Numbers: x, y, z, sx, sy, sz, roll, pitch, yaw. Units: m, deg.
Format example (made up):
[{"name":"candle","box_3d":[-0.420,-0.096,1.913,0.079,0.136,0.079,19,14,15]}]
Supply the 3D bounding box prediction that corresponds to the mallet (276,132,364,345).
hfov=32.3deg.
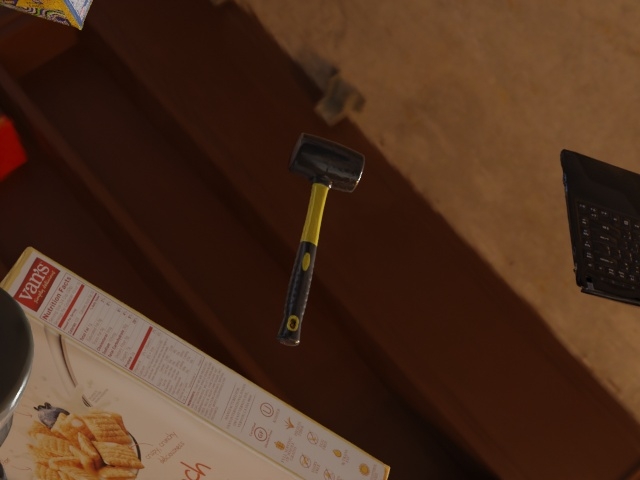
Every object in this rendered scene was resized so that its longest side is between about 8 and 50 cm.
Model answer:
[{"name":"mallet","box_3d":[0.000,0.000,0.909,0.062,0.190,0.039,12,-27,-15]}]

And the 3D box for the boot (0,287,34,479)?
[{"name":"boot","box_3d":[-0.228,0.066,0.442,0.263,0.091,0.229,26,-37,-1]}]

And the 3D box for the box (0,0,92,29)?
[{"name":"box","box_3d":[-0.129,-0.204,0.585,0.059,0.169,0.054,17,-14,7]}]

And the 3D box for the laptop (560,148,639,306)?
[{"name":"laptop","box_3d":[0.374,0.014,1.058,0.234,0.264,0.136,16,-37,-20]}]

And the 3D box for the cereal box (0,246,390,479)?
[{"name":"cereal box","box_3d":[-0.105,0.121,0.642,0.240,0.047,0.173,33,-44,-13]}]
